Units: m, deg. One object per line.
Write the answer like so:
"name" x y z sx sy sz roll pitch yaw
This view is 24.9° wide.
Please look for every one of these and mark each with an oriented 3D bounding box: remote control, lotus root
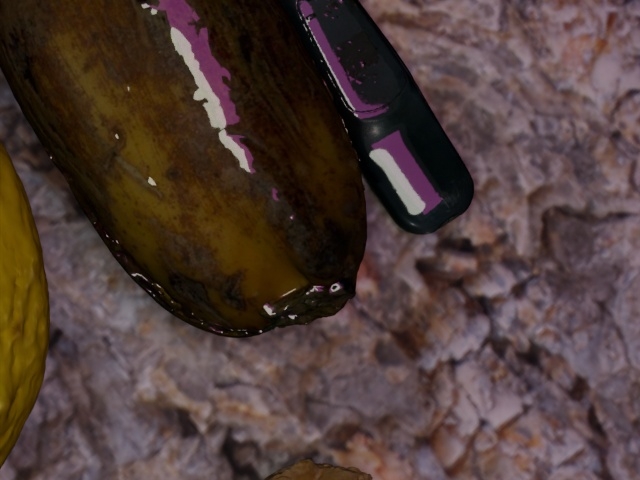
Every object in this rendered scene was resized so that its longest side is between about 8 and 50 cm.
"remote control" 0.040 -0.107 1.106 0.072 0.042 0.222 -32 92 -13
"lotus root" -0.105 -0.111 0.997 0.196 0.179 0.397 -29 93 -3

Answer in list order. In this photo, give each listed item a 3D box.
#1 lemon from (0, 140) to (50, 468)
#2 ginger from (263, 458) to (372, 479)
"lemon" -0.331 0.047 0.848 0.350 0.350 0.387 -20 108 -15
"ginger" -0.035 0.233 1.036 0.095 0.069 0.190 38 77 -2
